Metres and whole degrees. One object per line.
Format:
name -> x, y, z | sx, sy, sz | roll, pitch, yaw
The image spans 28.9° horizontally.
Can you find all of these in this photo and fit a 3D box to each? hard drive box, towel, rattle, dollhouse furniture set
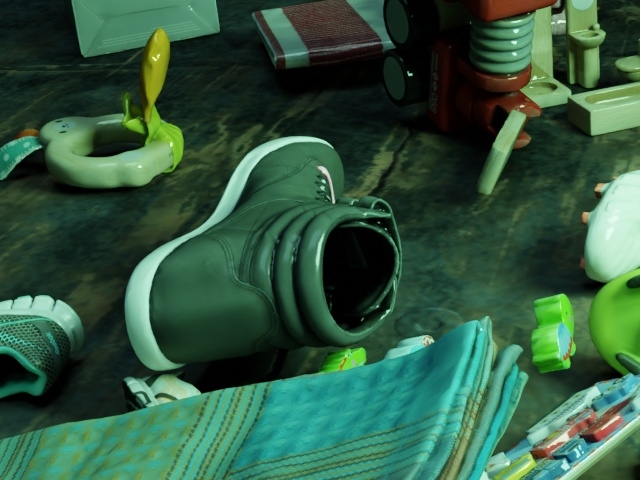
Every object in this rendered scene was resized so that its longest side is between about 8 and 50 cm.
hard drive box -> -0.248, -0.329, 1.651 | 0.181, 0.089, 0.232 | -12, 25, -12
towel -> -0.109, 0.145, 0.547 | 0.370, 0.040, 0.271 | -15, 19, 27
rattle -> -0.234, -0.124, 1.167 | 0.200, 0.142, 0.130 | 14, 50, 26
dollhouse furniture set -> 0.262, -0.188, 1.178 | 0.144, 0.123, 0.151 | -12, 26, -10
towel -> 0.096, -0.249, 1.433 | 0.329, 0.037, 0.237 | -9, 22, -6

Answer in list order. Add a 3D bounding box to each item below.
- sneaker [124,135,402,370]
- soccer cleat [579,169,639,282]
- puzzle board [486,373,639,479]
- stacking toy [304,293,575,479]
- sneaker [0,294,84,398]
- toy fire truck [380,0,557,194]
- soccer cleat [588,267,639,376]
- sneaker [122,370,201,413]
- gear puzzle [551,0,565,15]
sneaker -> 0.000, 0.001, 0.847 | 0.147, 0.104, 0.296 | -4, 22, 24
soccer cleat -> 0.252, -0.022, 0.904 | 0.076, 0.068, 0.196 | 15, 30, 33
puzzle board -> 0.130, 0.103, 0.654 | 0.128, 0.011, 0.096 | -31, 2, -25
stacking toy -> 0.035, 0.095, 0.669 | 0.167, 0.052, 0.221 | -14, 18, 31
sneaker -> -0.246, 0.078, 0.828 | 0.167, 0.065, 0.076 | -7, 29, 4
toy fire truck -> 0.146, -0.167, 1.087 | 0.159, 0.217, 0.246 | -17, 42, -21
soccer cleat -> 0.307, 0.058, 0.725 | 0.289, 0.093, 0.121 | -1, -5, 22
sneaker -> -0.086, 0.106, 0.748 | 0.044, 0.040, 0.109 | -14, 26, -20
gear puzzle -> 0.164, -0.277, 1.391 | 0.176, 0.044, 0.339 | -11, 20, -6
